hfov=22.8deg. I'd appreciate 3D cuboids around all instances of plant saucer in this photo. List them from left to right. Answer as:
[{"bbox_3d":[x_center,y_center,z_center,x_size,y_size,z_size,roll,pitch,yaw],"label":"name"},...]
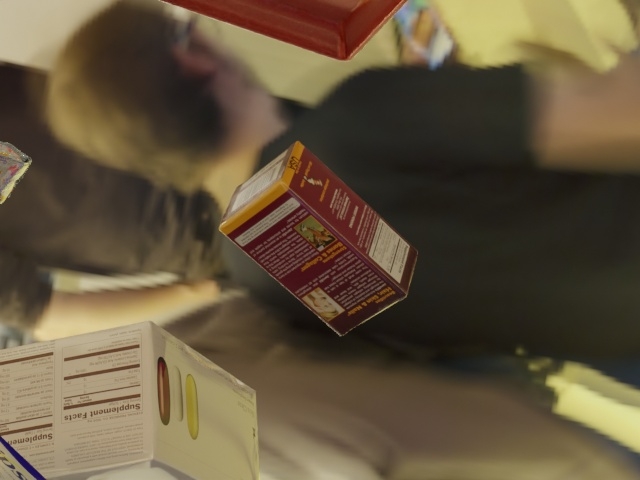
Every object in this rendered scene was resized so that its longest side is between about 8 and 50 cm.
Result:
[{"bbox_3d":[-0.039,-0.287,1.608,0.258,0.259,0.047,140,144,-63],"label":"plant saucer"}]

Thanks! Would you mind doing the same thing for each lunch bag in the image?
[{"bbox_3d":[-0.412,-0.088,1.992,0.071,0.083,0.053,-53,49,15],"label":"lunch bag"}]

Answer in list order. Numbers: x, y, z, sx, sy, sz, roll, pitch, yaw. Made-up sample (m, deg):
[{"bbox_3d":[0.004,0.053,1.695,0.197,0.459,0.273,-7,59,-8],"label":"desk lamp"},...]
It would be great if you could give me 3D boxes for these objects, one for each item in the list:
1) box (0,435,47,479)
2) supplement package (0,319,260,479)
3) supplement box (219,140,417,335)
[{"bbox_3d":[-0.298,0.183,1.255,0.072,0.126,0.137,-50,-14,2],"label":"box"},{"bbox_3d":[-0.205,0.205,1.654,0.262,0.204,0.145,43,-141,-60],"label":"supplement package"},{"bbox_3d":[0.000,0.000,1.695,0.104,0.188,0.081,-35,23,34],"label":"supplement box"}]
